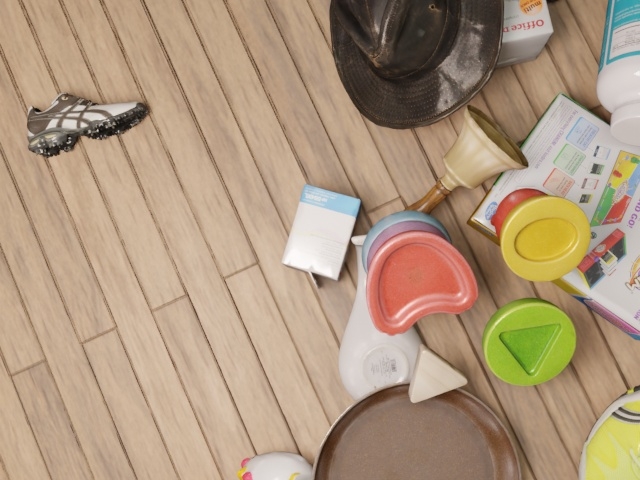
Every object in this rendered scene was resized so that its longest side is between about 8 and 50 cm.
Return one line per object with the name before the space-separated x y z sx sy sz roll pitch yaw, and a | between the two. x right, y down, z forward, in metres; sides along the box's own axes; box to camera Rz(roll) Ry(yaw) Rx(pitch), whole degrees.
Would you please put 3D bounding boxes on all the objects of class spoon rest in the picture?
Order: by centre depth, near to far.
spoon rest | 0.089 0.122 1.173 0.137 0.084 0.276 -6 98 0

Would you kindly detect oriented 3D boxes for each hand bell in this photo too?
hand bell | 0.181 -0.073 1.158 0.126 0.126 0.242 47 115 6

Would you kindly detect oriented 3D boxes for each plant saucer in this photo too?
plant saucer | 0.138 0.358 1.133 0.311 0.050 0.310 0 90 -6

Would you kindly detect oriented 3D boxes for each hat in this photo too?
hat | 0.105 -0.331 1.110 0.331 0.134 0.331 1 92 36

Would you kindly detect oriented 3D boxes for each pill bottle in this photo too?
pill bottle | 0.487 -0.275 1.124 0.146 0.146 0.264 12 74 5

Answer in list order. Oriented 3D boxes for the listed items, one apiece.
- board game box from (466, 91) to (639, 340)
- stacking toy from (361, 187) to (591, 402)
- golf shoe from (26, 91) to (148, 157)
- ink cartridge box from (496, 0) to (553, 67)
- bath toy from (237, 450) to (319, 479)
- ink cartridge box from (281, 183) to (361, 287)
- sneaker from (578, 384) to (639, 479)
board game box | 0.422 -0.035 1.167 0.316 0.064 0.242 36 87 6
stacking toy | 0.217 0.068 1.103 0.309 0.130 0.279 -11 111 0
golf shoe | -0.378 -0.203 1.225 0.198 0.077 0.094 -17 83 0
ink cartridge box | 0.264 -0.363 1.177 0.128 0.127 0.176 -13 85 2
bath toy | -0.117 0.469 1.124 0.129 0.151 0.348 15 84 40
ink cartridge box | 0.000 0.000 1.174 0.090 0.092 0.143 17 85 5
sneaker | 0.505 0.258 1.036 0.145 0.147 0.385 48 119 3
